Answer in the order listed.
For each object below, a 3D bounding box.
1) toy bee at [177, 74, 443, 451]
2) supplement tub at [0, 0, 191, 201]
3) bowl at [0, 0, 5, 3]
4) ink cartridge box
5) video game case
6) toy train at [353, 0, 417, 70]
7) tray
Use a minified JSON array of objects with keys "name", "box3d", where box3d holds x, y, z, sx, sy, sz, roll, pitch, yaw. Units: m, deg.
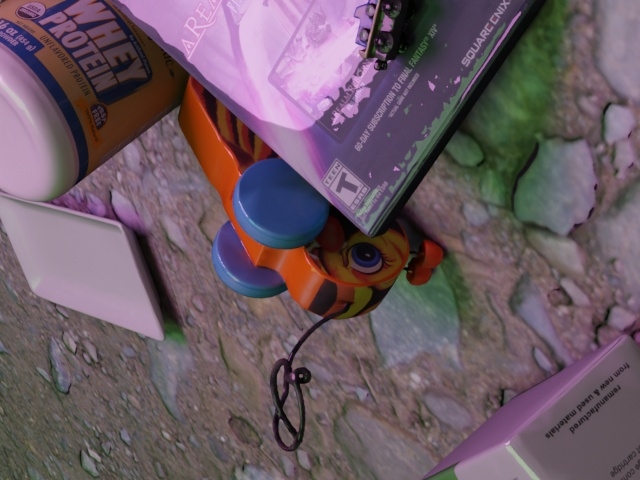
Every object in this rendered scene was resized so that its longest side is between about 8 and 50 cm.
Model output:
[{"name":"toy bee","box3d":[0.000,0.000,0.966,0.195,0.162,0.298,154,107,-65]},{"name":"supplement tub","box3d":[-0.185,-0.138,0.989,0.144,0.200,0.144,29,143,25]},{"name":"bowl","box3d":[-0.283,-0.267,0.983,0.156,0.289,0.289,36,150,-13]},{"name":"ink cartridge box","box3d":[0.221,0.232,0.862,0.289,0.121,0.211,50,158,6]},{"name":"video game case","box3d":[-0.009,-0.162,0.842,0.274,0.026,0.196,42,118,17]},{"name":"toy train","box3d":[0.047,-0.182,0.771,0.036,0.027,0.158,23,111,30]},{"name":"tray","box3d":[-0.263,0.018,1.396,0.270,0.030,0.145,13,130,46]}]
